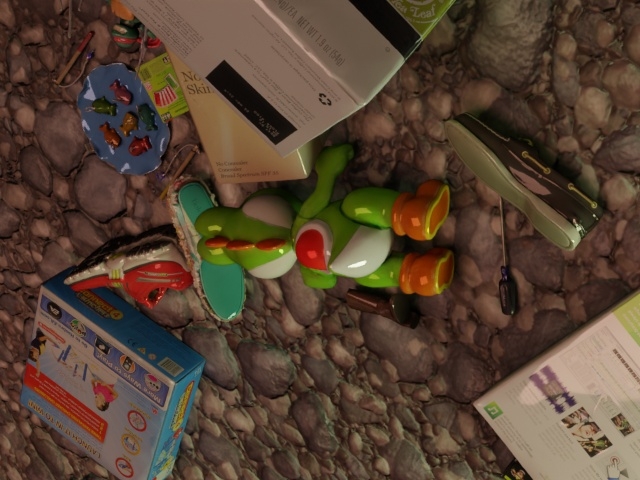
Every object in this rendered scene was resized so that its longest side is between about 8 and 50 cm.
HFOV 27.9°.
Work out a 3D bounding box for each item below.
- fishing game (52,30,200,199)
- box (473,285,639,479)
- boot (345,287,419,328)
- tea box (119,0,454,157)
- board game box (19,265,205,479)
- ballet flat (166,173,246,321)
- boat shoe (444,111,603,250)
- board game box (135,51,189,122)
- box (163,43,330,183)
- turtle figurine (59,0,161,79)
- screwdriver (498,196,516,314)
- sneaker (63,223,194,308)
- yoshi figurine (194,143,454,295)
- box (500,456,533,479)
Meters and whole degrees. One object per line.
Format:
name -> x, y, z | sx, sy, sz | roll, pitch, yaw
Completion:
fishing game -> -0.315, -0.185, 2.011 | 0.264, 0.041, 0.189 | 49, 130, 3
box -> 0.388, 0.217, 1.668 | 0.322, 0.058, 0.232 | -40, 87, 34
boot -> 0.077, 0.087, 1.849 | 0.114, 0.037, 0.106 | 21, 162, 28
tea box -> -0.025, -0.333, 1.448 | 0.329, 0.323, 0.220 | 43, 154, -11
board game box -> -0.373, 0.248, 2.265 | 0.308, 0.086, 0.302 | 34, 130, 17
ballet flat -> -0.177, 0.008, 2.003 | 0.077, 0.091, 0.240 | 18, 125, 65
boat shoe -> 0.255, -0.086, 1.629 | 0.228, 0.069, 0.081 | 44, 167, 10
board game box -> -0.180, -0.246, 1.873 | 0.181, 0.043, 0.092 | -19, 103, 42
box -> -0.105, -0.236, 1.708 | 0.148, 0.121, 0.311 | -4, 127, 23
turtle figurine -> -0.281, -0.358, 1.836 | 0.175, 0.118, 0.234 | 16, 110, 17
screwdriver -> 0.245, 0.021, 1.729 | 0.025, 0.024, 0.169 | 22, 125, 62
sneaker -> -0.313, 0.063, 2.109 | 0.279, 0.107, 0.118 | -11, 116, 42
yoshi figurine -> 0.008, -0.018, 1.813 | 0.362, 0.203, 0.203 | 3, 157, 20
box -> 0.373, 0.330, 1.789 | 0.191, 0.045, 0.184 | 39, 133, 11
